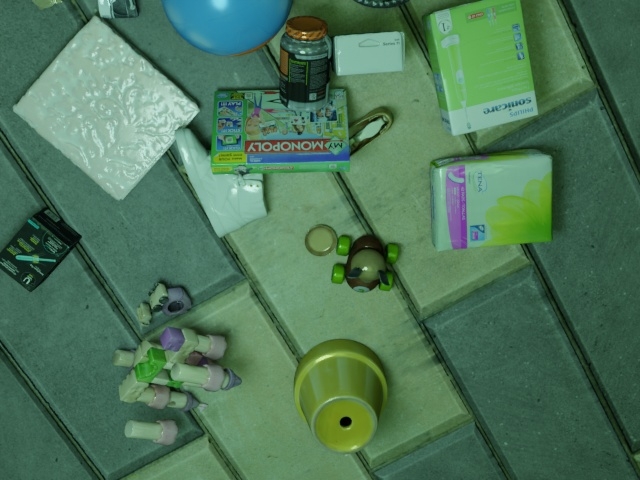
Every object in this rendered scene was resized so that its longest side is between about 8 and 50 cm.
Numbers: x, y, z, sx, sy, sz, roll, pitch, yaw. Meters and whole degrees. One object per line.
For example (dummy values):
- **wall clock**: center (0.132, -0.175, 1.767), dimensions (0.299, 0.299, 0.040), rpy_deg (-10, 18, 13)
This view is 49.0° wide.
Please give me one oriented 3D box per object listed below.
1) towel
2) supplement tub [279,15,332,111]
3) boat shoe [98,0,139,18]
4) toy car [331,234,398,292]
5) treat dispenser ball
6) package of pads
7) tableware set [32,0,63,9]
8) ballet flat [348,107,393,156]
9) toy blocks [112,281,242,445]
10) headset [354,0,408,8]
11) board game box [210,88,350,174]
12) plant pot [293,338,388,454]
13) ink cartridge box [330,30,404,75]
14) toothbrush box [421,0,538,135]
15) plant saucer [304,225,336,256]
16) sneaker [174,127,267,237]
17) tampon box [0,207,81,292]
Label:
- **towel**: center (-0.509, -0.313, 1.685), dimensions (0.332, 0.053, 0.317), rpy_deg (43, 99, -12)
- **supplement tub**: center (-0.034, -0.396, 1.576), dimensions (0.117, 0.117, 0.190), rpy_deg (3, 130, -2)
- **boat shoe**: center (-0.451, -0.649, 1.563), dimensions (0.102, 0.108, 0.301), rpy_deg (-2, 114, -8)
- **toy car**: center (0.115, 0.077, 1.737), dimensions (0.155, 0.188, 0.149), rpy_deg (9, 105, -4)
- **treat dispenser ball**: center (-0.201, -0.544, 1.507), dimensions (0.288, 0.288, 0.288), rpy_deg (0, 105, -1)
- **package of pads**: center (0.422, -0.104, 1.741), dimensions (0.296, 0.101, 0.229), rpy_deg (-5, 107, -1)
- **tableware set**: center (-0.637, -0.629, 1.613), dimensions (0.141, 0.020, 0.169), rpy_deg (-35, 104, 10)
- **ballet flat**: center (0.075, -0.247, 1.707), dimensions (0.232, 0.073, 0.080), rpy_deg (-36, 105, 8)
- **toy blocks**: center (-0.345, 0.327, 1.809), dimensions (0.260, 0.309, 0.288), rpy_deg (19, 120, -40)
- **headset**: center (0.151, -0.730, 1.567), dimensions (0.243, 0.185, 0.394), rpy_deg (8, 120, 0)
- **board game box**: center (-0.093, -0.257, 1.648), dimensions (0.317, 0.046, 0.214), rpy_deg (-2, 61, -1)
- **plant pot**: center (0.056, 0.415, 1.805), dimensions (0.254, 0.239, 0.254), rpy_deg (-1, 105, -2)
- **ink cartridge box**: center (0.102, -0.424, 1.588), dimensions (0.153, 0.208, 0.087), rpy_deg (-4, 106, 0)
- **toothbrush box**: center (0.371, -0.411, 1.644), dimensions (0.206, 0.122, 0.283), rpy_deg (-14, 105, 2)
- **plant saucer**: center (0.000, 0.000, 1.803), dimensions (0.083, 0.015, 0.083), rpy_deg (0, 105, -1)
- **sneaker**: center (-0.229, -0.165, 1.708), dimensions (0.169, 0.108, 0.293), rpy_deg (-22, 117, 3)
- **tampon box**: center (-0.702, 0.022, 1.747), dimensions (0.120, 0.101, 0.161), rpy_deg (42, 101, -11)
